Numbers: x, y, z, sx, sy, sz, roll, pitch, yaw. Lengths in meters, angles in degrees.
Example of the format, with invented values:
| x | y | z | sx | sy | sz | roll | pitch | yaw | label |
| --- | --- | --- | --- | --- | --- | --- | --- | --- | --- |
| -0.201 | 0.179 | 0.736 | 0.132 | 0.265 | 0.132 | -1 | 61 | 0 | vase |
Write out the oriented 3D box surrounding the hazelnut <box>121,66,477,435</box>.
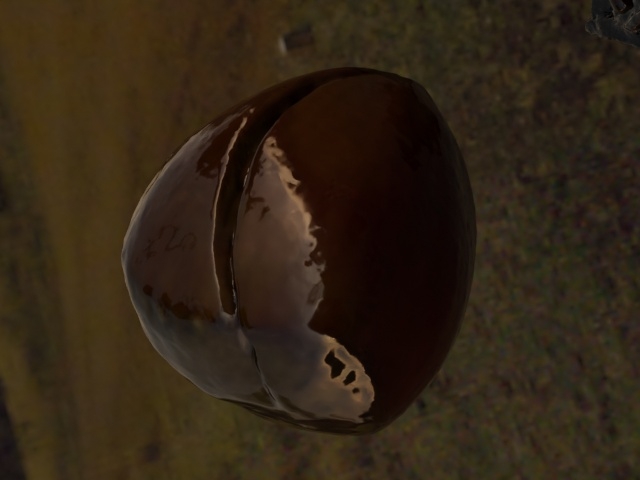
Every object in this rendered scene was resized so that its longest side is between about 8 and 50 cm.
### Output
| x | y | z | sx | sy | sz | roll | pitch | yaw | label |
| --- | --- | --- | --- | --- | --- | --- | --- | --- | --- |
| 0.000 | 0.000 | 0.771 | 0.208 | 0.208 | 0.208 | 164 | 90 | -76 | hazelnut |

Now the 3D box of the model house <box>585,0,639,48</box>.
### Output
| x | y | z | sx | sy | sz | roll | pitch | yaw | label |
| --- | --- | --- | --- | --- | --- | --- | --- | --- | --- |
| 0.185 | -0.222 | 0.884 | 0.164 | 0.141 | 0.203 | 154 | 114 | -71 | model house |
